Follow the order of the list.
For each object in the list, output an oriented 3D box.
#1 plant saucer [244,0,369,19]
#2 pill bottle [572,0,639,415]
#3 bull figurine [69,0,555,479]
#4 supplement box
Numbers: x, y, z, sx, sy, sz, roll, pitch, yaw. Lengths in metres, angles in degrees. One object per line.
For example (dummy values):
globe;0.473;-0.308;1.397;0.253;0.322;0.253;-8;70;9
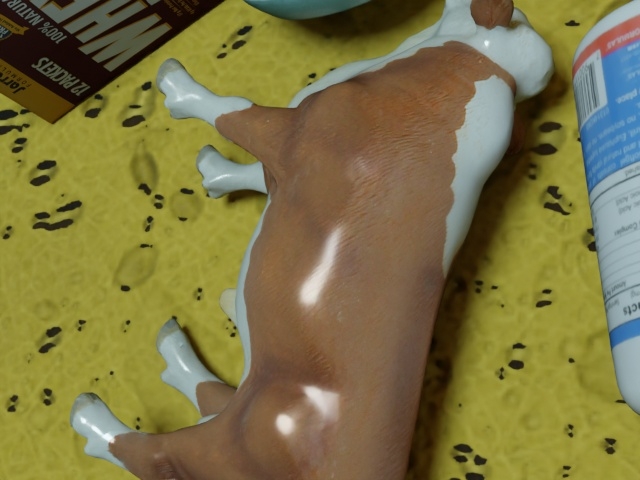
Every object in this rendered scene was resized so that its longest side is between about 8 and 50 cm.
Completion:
plant saucer;0.012;-0.149;0.575;0.119;0.021;0.119;-17;29;10
pill bottle;0.182;0.011;0.443;0.124;0.124;0.221;-10;74;18
bull figurine;0.000;0.000;0.527;0.188;0.101;0.310;10;77;26
supplement box;-0.155;-0.215;0.623;0.194;0.129;0.191;-33;68;9
